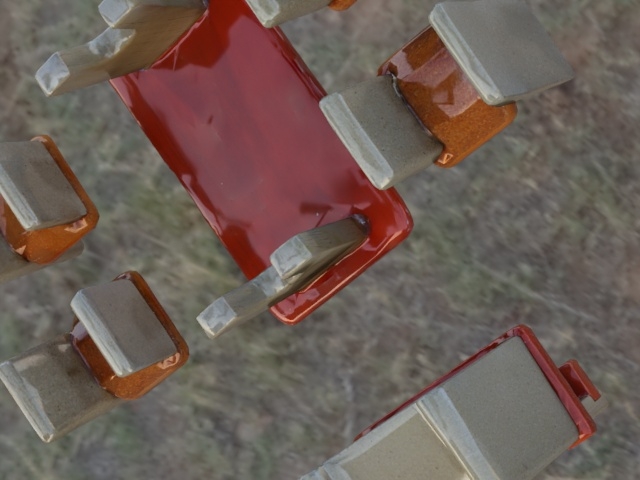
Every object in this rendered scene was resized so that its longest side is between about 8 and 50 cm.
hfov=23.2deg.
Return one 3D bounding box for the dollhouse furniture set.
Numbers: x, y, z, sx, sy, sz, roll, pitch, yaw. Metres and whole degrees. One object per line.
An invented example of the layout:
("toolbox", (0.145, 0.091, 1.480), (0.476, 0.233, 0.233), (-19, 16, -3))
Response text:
("dollhouse furniture set", (0.000, 0.000, 0.660), (0.262, 0.135, 0.259), (-38, 83, 29))
